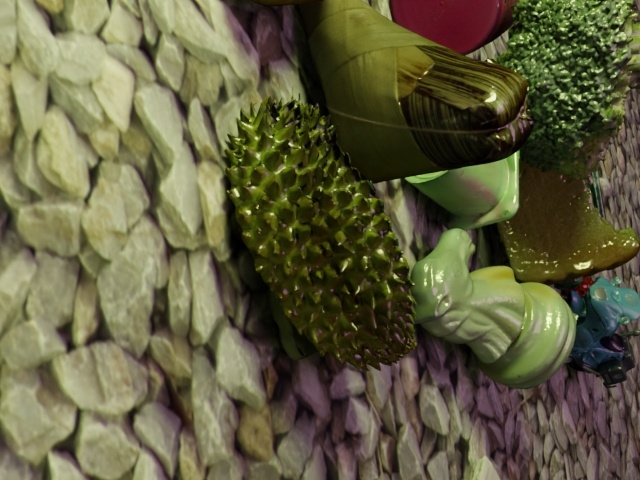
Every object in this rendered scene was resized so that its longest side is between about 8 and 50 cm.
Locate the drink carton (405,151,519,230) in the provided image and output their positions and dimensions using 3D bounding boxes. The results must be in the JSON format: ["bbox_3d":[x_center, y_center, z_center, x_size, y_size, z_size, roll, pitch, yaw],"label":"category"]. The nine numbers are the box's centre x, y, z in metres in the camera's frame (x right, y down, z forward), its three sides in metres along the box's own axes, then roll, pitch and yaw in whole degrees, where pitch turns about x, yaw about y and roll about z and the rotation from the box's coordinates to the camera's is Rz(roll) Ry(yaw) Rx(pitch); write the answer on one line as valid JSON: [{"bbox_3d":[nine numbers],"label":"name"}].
[{"bbox_3d":[0.200,-0.108,1.654,0.142,0.144,0.146,29,55,-43],"label":"drink carton"}]

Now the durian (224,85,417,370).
[{"bbox_3d":[0.000,0.000,1.263,0.352,0.158,0.169,62,-2,-6],"label":"durian"}]

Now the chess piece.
[{"bbox_3d":[0.238,0.096,1.657,0.298,0.175,0.176,33,52,-37],"label":"chess piece"}]

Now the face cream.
[{"bbox_3d":[0.222,-0.384,1.729,0.195,0.175,0.175,-35,112,-57],"label":"face cream"}]

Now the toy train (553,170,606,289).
[{"bbox_3d":[0.444,-0.043,2.049,0.202,0.145,0.266,-6,86,-64],"label":"toy train"}]

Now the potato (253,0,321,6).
[{"bbox_3d":[-0.036,-0.340,1.309,0.176,0.137,0.137,-37,113,-60],"label":"potato"}]

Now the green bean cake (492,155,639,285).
[{"bbox_3d":[0.402,-0.048,1.873,0.124,0.232,0.236,84,-9,-82],"label":"green bean cake"}]

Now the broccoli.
[{"bbox_3d":[0.444,-0.244,1.740,0.397,0.353,0.275,10,54,-56],"label":"broccoli"}]

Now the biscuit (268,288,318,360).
[{"bbox_3d":[0.030,0.070,1.376,0.322,0.038,0.099,-18,92,-61],"label":"biscuit"}]

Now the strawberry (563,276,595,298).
[{"bbox_3d":[0.551,0.153,2.242,0.188,0.082,0.121,67,28,-16],"label":"strawberry"}]

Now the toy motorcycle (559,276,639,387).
[{"bbox_3d":[0.530,0.169,2.093,0.272,0.182,0.124,52,30,-41],"label":"toy motorcycle"}]

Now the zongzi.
[{"bbox_3d":[0.098,-0.233,1.359,0.154,0.289,0.318,-33,107,-41],"label":"zongzi"}]

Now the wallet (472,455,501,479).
[{"bbox_3d":[0.266,0.429,1.689,0.183,0.031,0.124,59,35,-29],"label":"wallet"}]
